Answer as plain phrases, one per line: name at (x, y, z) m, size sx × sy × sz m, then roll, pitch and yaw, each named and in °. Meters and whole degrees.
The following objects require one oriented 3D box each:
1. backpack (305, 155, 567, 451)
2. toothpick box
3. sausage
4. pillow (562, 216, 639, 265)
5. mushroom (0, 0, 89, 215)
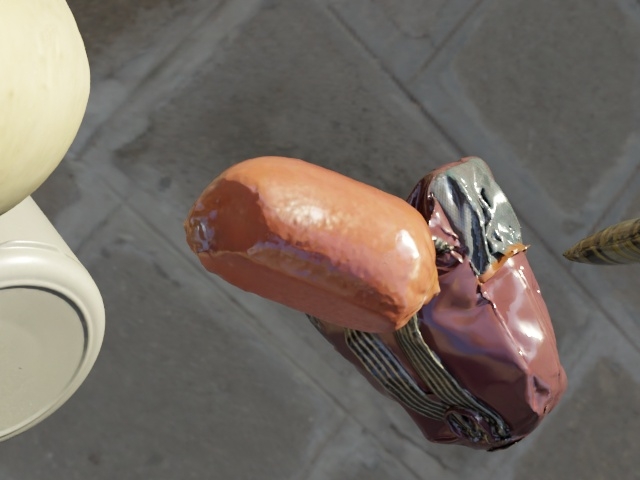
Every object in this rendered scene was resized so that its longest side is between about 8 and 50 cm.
backpack at (0.133, 0.098, 1.332) m, size 0.197 × 0.283 × 0.317 m, roll -27°, pitch 89°, yaw -48°
toothpick box at (-0.338, 0.014, 1.039) m, size 0.229 × 0.316 × 0.229 m, roll -23°, pitch 137°, yaw -23°
sausage at (0.000, 0.000, 1.132) m, size 0.255 × 0.148 × 0.148 m, roll 26°, pitch 85°, yaw -1°
pillow at (0.294, -0.012, 0.888) m, size 0.113 × 0.203 × 0.038 m, roll -4°, pitch 79°, yaw -36°
mushroom at (-0.203, -0.102, 0.447) m, size 0.246 × 0.246 × 0.202 m, roll 21°, pitch 107°, yaw -25°
